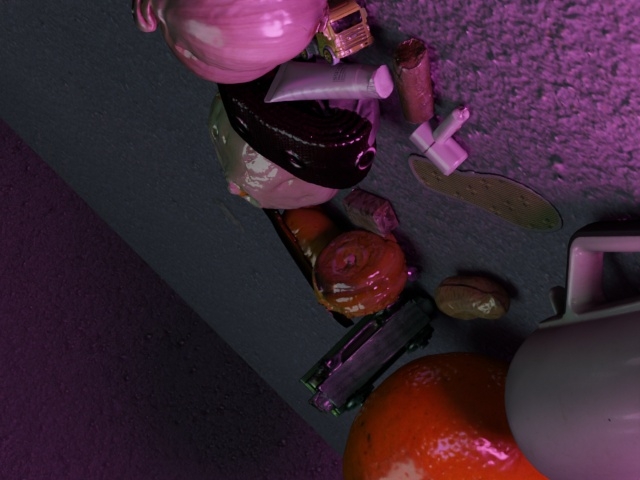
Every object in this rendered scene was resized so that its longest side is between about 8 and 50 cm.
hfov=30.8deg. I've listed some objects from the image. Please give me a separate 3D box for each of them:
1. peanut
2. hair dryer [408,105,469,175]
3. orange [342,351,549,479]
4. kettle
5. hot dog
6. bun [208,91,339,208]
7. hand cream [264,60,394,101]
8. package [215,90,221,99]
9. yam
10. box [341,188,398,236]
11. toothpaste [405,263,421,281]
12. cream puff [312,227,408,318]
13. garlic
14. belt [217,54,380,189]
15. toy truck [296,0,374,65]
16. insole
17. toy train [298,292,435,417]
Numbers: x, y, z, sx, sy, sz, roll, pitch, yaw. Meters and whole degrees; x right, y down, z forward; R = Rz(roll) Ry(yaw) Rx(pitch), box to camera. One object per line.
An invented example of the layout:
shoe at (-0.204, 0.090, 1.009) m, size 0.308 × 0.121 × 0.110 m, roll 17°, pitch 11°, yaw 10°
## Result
peanut at (0.258, 0.099, 1.958) m, size 0.080 × 0.080 × 0.174 m, roll 54°, pitch 158°, yaw -19°
hair dryer at (0.185, -0.153, 1.660) m, size 0.082 × 0.047 × 0.137 m, roll 45°, pitch 154°, yaw 3°
orange at (0.248, 0.382, 2.078) m, size 0.424 × 0.326 × 0.423 m, roll 3°, pitch 132°, yaw 3°
kettle at (0.420, 0.146, 1.517) m, size 0.377 × 0.250 × 0.361 m, roll 146°, pitch 110°, yaw -69°
hot dog at (0.000, 0.001, 2.267) m, size 0.326 × 0.107 × 0.194 m, roll 59°, pitch 171°, yaw -15°
bun at (-0.102, -0.159, 2.057) m, size 0.283 × 0.179 × 0.283 m, roll 43°, pitch 160°, yaw 20°
hand cream at (0.010, -0.229, 1.672) m, size 0.205 × 0.078 × 0.050 m, roll 6°, pitch 155°, yaw 37°
package at (-0.118, -0.285, 1.919) m, size 0.108 × 0.031 × 0.120 m, roll 7°, pitch 108°, yaw 8°
yam at (0.130, -0.219, 1.621) m, size 0.054 × 0.054 × 0.132 m, roll 36°, pitch 160°, yaw 30°
box at (0.087, -0.050, 2.072) m, size 0.098 × 0.045 × 0.062 m, roll 26°, pitch 151°, yaw 45°
toothpaste at (0.137, 0.049, 2.196) m, size 0.170 × 0.028 × 0.045 m, roll 20°, pitch 130°, yaw 57°
cream puff at (0.073, 0.068, 2.126) m, size 0.189 × 0.189 × 0.129 m, roll 26°, pitch 158°, yaw 48°
garlic at (-0.128, -0.366, 1.611) m, size 0.241 × 0.321 × 0.322 m, roll 13°, pitch -176°, yaw -36°
belt at (-0.028, -0.200, 1.800) m, size 0.289 × 0.184 × 0.164 m, roll 40°, pitch 159°, yaw 25°
toy truck at (0.001, -0.316, 1.677) m, size 0.169 × 0.077 × 0.100 m, roll 26°, pitch 140°, yaw 59°
insole at (0.242, -0.072, 1.750) m, size 0.322 × 0.007 × 0.109 m, roll 24°, pitch 150°, yaw 48°
toy train at (0.093, 0.218, 2.228) m, size 0.120 × 0.301 × 0.202 m, roll 46°, pitch 171°, yaw 2°
